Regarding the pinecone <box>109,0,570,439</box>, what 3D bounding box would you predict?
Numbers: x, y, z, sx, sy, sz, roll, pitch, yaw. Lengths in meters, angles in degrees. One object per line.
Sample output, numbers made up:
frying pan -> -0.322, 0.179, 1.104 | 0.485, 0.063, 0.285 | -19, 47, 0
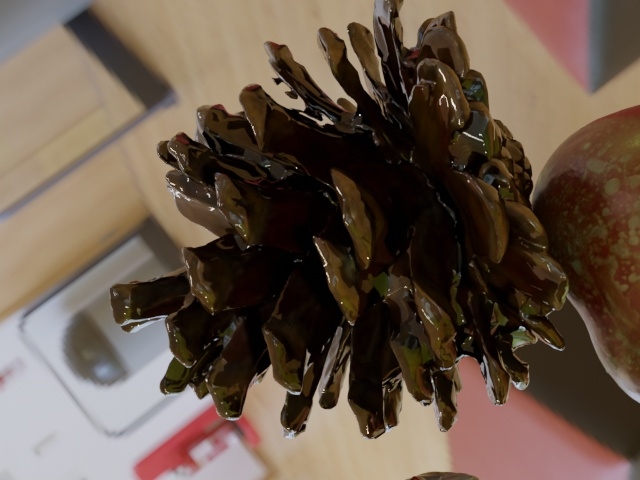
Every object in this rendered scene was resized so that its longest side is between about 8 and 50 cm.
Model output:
pinecone -> 0.000, 0.000, 1.303 | 0.384, 0.384, 0.384 | 49, 166, 16

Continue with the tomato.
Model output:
tomato -> 0.316, 0.006, 1.364 | 0.270, 0.222, 0.270 | 51, -158, -29

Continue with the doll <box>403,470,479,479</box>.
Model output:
doll -> 0.092, 0.237, 1.419 | 0.180, 0.094, 0.079 | 16, -149, -53
